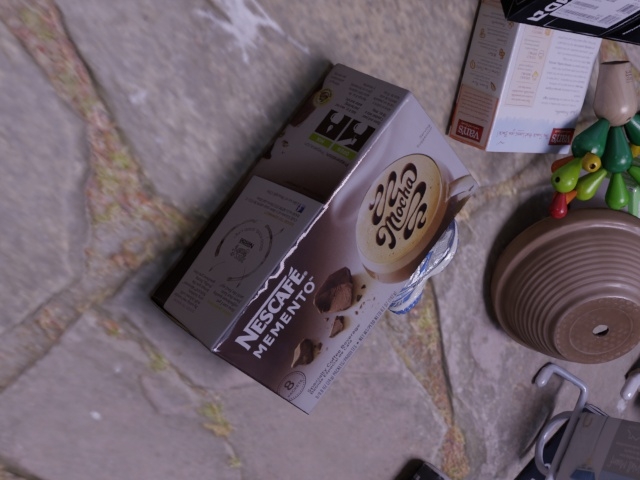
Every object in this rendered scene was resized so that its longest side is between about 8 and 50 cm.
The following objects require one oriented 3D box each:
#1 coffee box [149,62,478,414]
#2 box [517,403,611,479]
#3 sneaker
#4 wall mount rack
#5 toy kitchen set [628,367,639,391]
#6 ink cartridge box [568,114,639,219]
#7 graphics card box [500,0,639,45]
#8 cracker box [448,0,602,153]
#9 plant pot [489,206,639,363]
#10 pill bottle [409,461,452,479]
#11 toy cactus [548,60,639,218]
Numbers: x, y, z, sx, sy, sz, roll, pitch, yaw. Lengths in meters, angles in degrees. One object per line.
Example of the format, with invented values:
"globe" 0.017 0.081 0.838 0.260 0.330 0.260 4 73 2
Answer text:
"coffee box" 0.000 0.000 0.847 0.297 0.119 0.168 -52 135 -6
"box" 0.578 0.602 1.399 0.297 0.472 0.480 -44 132 -14
"sneaker" 0.111 0.022 1.002 0.058 0.052 0.135 33 88 -41
"wall mount rack" 0.353 0.329 1.206 0.130 0.350 0.304 31 76 -15
"toy kitchen set" 0.579 0.205 1.509 0.068 0.075 0.083 51 34 -7
"ink cartridge box" 0.488 -0.074 1.222 0.273 0.115 0.198 -32 129 -23
"graphics card box" 0.309 -0.326 0.881 0.371 0.094 0.232 -2 76 -38
"cracker box" 0.246 -0.218 0.978 0.156 0.067 0.232 -3 112 -40
"plant pot" 0.347 0.082 1.111 0.237 0.109 0.237 -1 126 -1
"pill bottle" 0.121 0.439 1.169 0.245 0.130 0.130 -51 134 -8
"toy cactus" 0.355 -0.119 1.014 0.219 0.112 0.180 -14 109 -21
